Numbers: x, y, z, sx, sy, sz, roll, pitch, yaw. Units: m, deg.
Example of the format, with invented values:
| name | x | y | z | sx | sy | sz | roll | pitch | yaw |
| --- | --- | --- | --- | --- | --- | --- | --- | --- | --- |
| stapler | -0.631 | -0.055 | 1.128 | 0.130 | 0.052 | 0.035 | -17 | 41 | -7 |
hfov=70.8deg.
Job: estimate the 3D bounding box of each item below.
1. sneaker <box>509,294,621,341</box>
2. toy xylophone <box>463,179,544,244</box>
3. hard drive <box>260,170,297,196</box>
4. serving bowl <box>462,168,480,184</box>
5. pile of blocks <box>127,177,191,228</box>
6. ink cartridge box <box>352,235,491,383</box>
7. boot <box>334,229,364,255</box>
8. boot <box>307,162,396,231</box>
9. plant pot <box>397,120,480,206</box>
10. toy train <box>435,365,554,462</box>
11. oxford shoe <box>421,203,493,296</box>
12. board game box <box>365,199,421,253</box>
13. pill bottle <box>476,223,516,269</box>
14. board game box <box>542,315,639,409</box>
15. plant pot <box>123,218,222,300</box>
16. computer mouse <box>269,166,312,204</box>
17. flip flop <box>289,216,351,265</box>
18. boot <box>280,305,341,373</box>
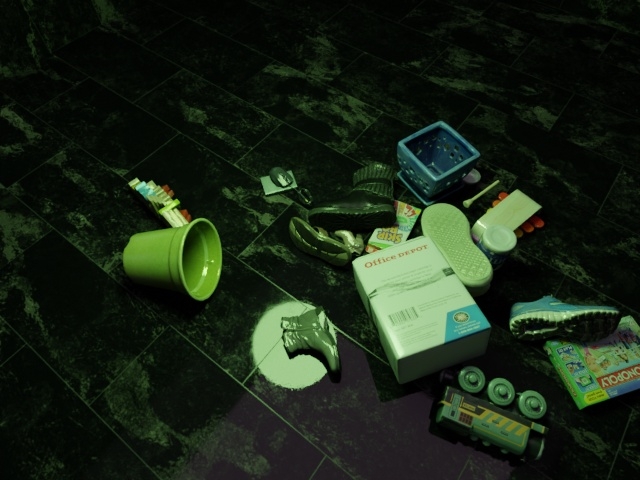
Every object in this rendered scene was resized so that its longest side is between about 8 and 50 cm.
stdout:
| name | x | y | z | sx | sy | sz | roll | pitch | yaw |
| --- | --- | --- | --- | --- | --- | --- | --- | --- | --- |
| sneaker | 0.781 | 0.232 | 1.452 | 0.329 | 0.130 | 0.147 | -1 | 33 | 14 |
| toy xylophone | 0.694 | -0.101 | 1.725 | 0.322 | 0.081 | 0.236 | -27 | 60 | -16 |
| hard drive | -0.172 | -0.235 | 1.860 | 0.135 | 0.022 | 0.094 | -15 | 57 | -9 |
| serving bowl | 0.617 | -0.261 | 1.865 | 0.083 | 0.027 | 0.083 | 0 | 57 | 0 |
| pile of blocks | -0.612 | -0.163 | 1.742 | 0.112 | 0.149 | 0.362 | -40 | 64 | -22 |
| ink cartridge box | 0.300 | 0.204 | 1.423 | 0.285 | 0.166 | 0.395 | -17 | 46 | -5 |
| boot | 0.105 | 0.012 | 1.683 | 0.118 | 0.042 | 0.087 | 9 | 59 | 7 |
| boot | 0.125 | -0.171 | 1.749 | 0.347 | 0.131 | 0.260 | -2 | 55 | 1 |
| plant pot | 0.447 | -0.289 | 1.775 | 0.235 | 0.212 | 0.236 | -29 | 60 | -17 |
| toy train | 0.496 | 0.498 | 1.309 | 0.333 | 0.142 | 0.190 | 21 | 71 | 12 |
| oxford shoe | 0.464 | 0.026 | 1.570 | 0.169 | 0.130 | 0.449 | -16 | 40 | 2 |
| board game box | 0.280 | -0.040 | 1.721 | 0.124 | 0.039 | 0.260 | 23 | 62 | 16 |
| pill bottle | 0.596 | 0.039 | 1.570 | 0.111 | 0.187 | 0.112 | 0 | 56 | -1 |
| board game box | 0.906 | 0.380 | 1.427 | 0.317 | 0.046 | 0.214 | -15 | 57 | -9 |
| plant pot | -0.515 | 0.064 | 1.545 | 0.253 | 0.276 | 0.276 | 0 | 56 | 14 |
| computer mouse | -0.120 | -0.225 | 1.814 | 0.242 | 0.041 | 0.071 | 39 | 64 | 22 |
| flip flop | 0.000 | 0.000 | 1.663 | 0.277 | 0.112 | 0.080 | 26 | 35 | 20 |
| boot | -0.034 | 0.338 | 1.457 | 0.161 | 0.083 | 0.247 | -20 | 53 | -4 |
